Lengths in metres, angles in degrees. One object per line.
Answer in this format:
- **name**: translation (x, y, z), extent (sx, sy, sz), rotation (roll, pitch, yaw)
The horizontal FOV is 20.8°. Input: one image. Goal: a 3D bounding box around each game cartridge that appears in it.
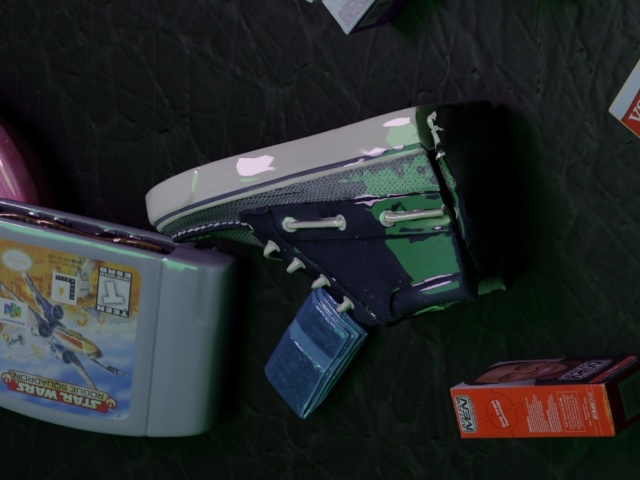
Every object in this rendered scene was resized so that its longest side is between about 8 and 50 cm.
- **game cartridge**: translation (-0.226, 0.074, 1.584), extent (0.297, 0.062, 0.198), rotation (12, 110, 11)

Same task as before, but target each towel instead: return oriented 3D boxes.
- **towel**: translation (-0.004, 0.094, 1.492), extent (0.067, 0.029, 0.119), rotation (47, 129, 20)

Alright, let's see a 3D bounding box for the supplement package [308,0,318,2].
- **supplement package**: translation (-0.033, -0.289, 1.233), extent (0.244, 0.139, 0.134), rotation (37, 124, 27)

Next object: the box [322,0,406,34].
- **box**: translation (0.054, -0.323, 1.282), extent (0.201, 0.057, 0.293), rotation (54, 131, 13)

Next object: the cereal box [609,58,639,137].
- **cereal box**: translation (0.324, -0.081, 1.138), extent (0.240, 0.047, 0.173), rotation (45, 128, 21)

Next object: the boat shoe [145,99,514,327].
- **boat shoe**: translation (0.000, 0.000, 1.387), extent (0.340, 0.127, 0.158), rotation (-14, 88, 42)

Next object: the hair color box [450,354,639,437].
- **hair color box**: translation (0.177, 0.118, 1.316), extent (0.141, 0.072, 0.043), rotation (-8, 100, 41)

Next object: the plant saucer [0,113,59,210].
- **plant saucer**: translation (-0.368, -0.011, 1.734), extent (0.332, 0.084, 0.332), rotation (15, 114, 38)
